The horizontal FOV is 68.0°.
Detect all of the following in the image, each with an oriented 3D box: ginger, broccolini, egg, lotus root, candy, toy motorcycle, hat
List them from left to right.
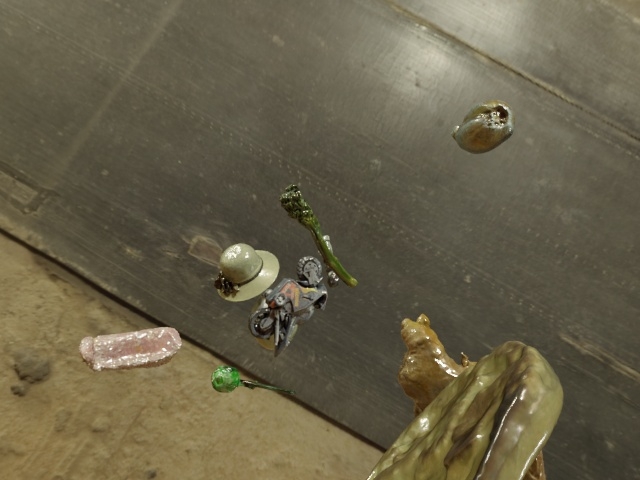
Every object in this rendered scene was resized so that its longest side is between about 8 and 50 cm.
[{"bbox_3d":[-0.290,0.085,1.725,0.257,0.130,0.257,-14,39,12],"label":"hat"},{"bbox_3d":[-0.235,0.521,1.701,0.323,0.097,0.097,19,80,-21],"label":"candy"},{"bbox_3d":[-0.176,0.310,1.785,0.183,0.183,0.217,16,117,0],"label":"egg"},{"bbox_3d":[-0.081,0.199,1.454,0.173,0.108,0.307,47,74,-19],"label":"toy motorcycle"},{"bbox_3d":[0.000,0.000,0.895,0.239,0.054,0.051,56,44,-19],"label":"broccolini"},{"bbox_3d":[0.248,0.260,0.774,0.333,0.080,0.166,38,88,21],"label":"ginger"},{"bbox_3d":[0.525,-0.356,1.552,0.139,0.322,0.158,27,90,-2],"label":"lotus root"}]

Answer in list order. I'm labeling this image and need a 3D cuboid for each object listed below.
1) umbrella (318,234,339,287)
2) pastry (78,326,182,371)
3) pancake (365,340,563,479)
[{"bbox_3d":[0.028,0.073,1.678,0.050,0.046,0.189,4,67,-37],"label":"umbrella"},{"bbox_3d":[-0.507,0.293,1.257,0.265,0.112,0.103,9,53,-42],"label":"pastry"},{"bbox_3d":[0.127,0.207,0.465,0.049,0.294,0.294,41,82,11],"label":"pancake"}]
